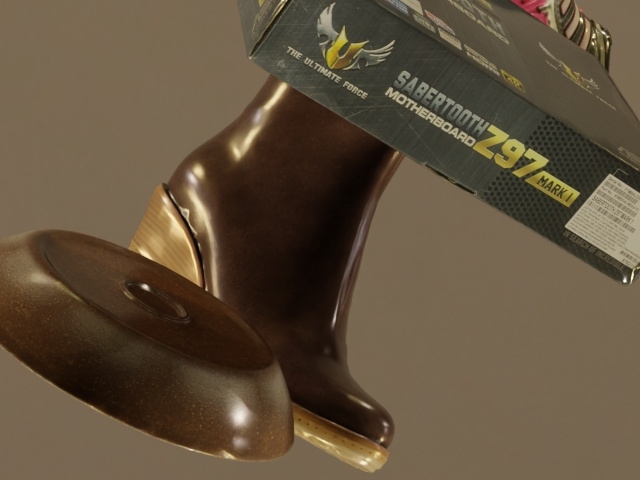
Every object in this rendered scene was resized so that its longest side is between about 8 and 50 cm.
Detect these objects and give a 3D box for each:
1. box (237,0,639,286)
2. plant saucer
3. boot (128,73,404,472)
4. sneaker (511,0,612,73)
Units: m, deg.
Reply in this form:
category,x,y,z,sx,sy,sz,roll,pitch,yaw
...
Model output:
category,x,y,z,sx,sy,sz,roll,pitch,yaw
box,0.064,-0.092,0.811,0.233,0.183,0.059,30,-69,-21
plant saucer,-0.093,0.044,0.833,0.199,0.198,0.036,30,-80,1
boot,0.000,0.000,0.980,0.248,0.090,0.207,37,-92,35
sneaker,0.146,-0.139,1.041,0.075,0.063,0.170,-17,-91,-54
